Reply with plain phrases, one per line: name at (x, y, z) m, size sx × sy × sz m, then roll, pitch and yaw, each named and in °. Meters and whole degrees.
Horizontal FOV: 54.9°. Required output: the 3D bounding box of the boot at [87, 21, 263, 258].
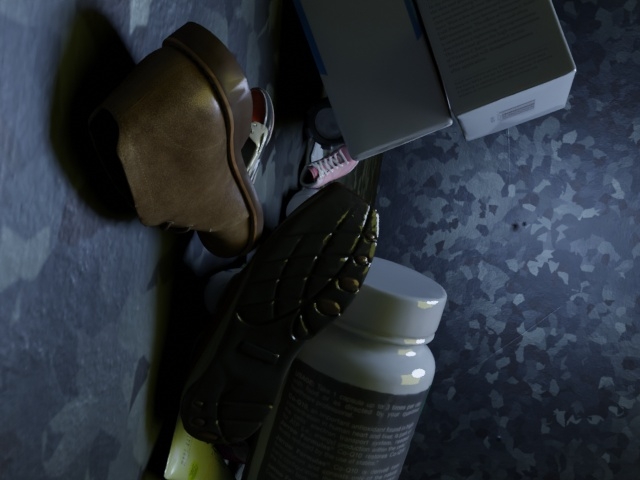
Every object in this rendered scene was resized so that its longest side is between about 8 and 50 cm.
boot at (-0.125, -0.050, 0.556) m, size 0.115 × 0.112 × 0.305 m, roll -43°, pitch 162°, yaw -19°

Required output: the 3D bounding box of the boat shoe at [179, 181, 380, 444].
boat shoe at (-0.063, 0.072, 0.701) m, size 0.324 × 0.122 × 0.120 m, roll -54°, pitch -155°, yaw 5°

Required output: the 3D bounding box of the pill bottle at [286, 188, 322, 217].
pill bottle at (-0.013, -0.054, 1.158) m, size 0.160 × 0.087 × 0.087 m, roll -25°, pitch 124°, yaw -77°

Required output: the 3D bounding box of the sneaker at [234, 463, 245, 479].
sneaker at (-0.089, 0.353, 1.102) m, size 0.282 × 0.102 × 0.161 m, roll -62°, pitch -160°, yaw -1°

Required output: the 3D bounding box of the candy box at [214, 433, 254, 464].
candy box at (-0.100, 0.209, 0.958) m, size 0.159 × 0.071 × 0.233 m, roll 86°, pitch 15°, yaw -53°

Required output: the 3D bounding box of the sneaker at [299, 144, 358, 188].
sneaker at (0.016, -0.142, 1.192) m, size 0.051 × 0.134 × 0.070 m, roll 60°, pitch 20°, yaw 5°

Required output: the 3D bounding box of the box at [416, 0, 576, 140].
box at (0.238, -0.353, 0.929) m, size 0.215 × 0.168 × 0.345 m, roll 5°, pitch 68°, yaw -72°

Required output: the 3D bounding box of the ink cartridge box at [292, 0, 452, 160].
ink cartridge box at (0.106, -0.317, 1.060) m, size 0.395 × 0.166 × 0.285 m, roll -53°, pitch 123°, yaw -72°

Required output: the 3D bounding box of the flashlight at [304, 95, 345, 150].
flashlight at (0.048, -0.268, 1.277) m, size 0.304 × 0.103 × 0.103 m, roll -58°, pitch 153°, yaw -64°

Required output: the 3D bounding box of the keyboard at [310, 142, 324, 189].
keyboard at (-0.008, -0.119, 1.378) m, size 0.256 × 0.014 × 0.072 m, roll 88°, pitch 20°, yaw -51°

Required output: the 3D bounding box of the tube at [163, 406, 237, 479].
tube at (-0.152, 0.294, 0.782) m, size 0.062 × 0.070 × 0.240 m, roll -33°, pitch 144°, yaw -18°

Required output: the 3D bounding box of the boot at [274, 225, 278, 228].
boot at (-0.003, 0.094, 1.061) m, size 0.338 × 0.118 × 0.223 m, roll 70°, pitch 14°, yaw -77°

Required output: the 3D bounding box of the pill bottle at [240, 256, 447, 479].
pill bottle at (0.030, 0.210, 0.814) m, size 0.204 × 0.204 × 0.361 m, roll -43°, pitch 150°, yaw -75°

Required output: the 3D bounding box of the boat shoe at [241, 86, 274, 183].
boat shoe at (-0.091, -0.122, 0.750) m, size 0.043 × 0.049 × 0.137 m, roll 6°, pitch 98°, yaw -79°

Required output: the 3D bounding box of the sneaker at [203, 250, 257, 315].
sneaker at (-0.093, 0.065, 0.858) m, size 0.091 × 0.126 × 0.240 m, roll -56°, pitch 145°, yaw 8°
